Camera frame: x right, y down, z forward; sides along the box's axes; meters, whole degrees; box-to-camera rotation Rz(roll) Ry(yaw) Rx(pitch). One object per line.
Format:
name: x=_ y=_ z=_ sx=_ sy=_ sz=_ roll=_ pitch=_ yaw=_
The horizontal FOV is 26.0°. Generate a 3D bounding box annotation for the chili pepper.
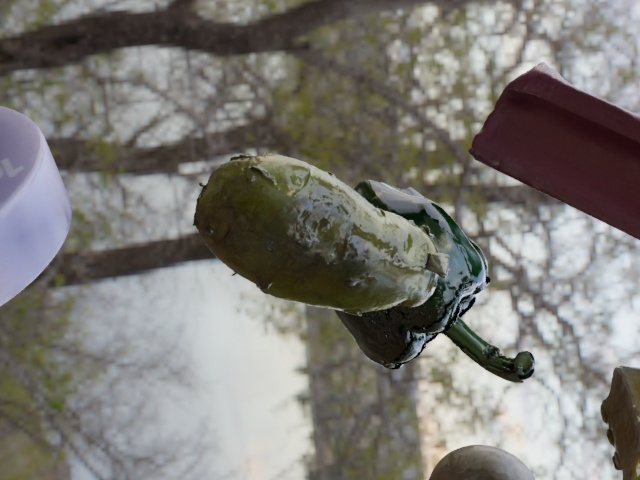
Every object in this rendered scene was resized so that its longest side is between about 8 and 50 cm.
chili pepper: x=0.104 y=0.060 z=1.428 sx=0.261 sy=0.165 sz=0.174 roll=55 pitch=-3 yaw=9

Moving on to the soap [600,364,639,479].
soap: x=0.401 y=0.196 z=1.344 sx=0.140 sy=0.232 sz=0.073 roll=-89 pitch=-171 yaw=-60

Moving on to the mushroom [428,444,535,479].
mushroom: x=0.117 y=0.195 z=1.018 sx=0.079 sy=0.085 sz=0.085 roll=-59 pitch=147 yaw=-64

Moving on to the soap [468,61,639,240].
soap: x=0.366 y=-0.061 z=1.474 sx=0.233 sy=0.359 sz=0.128 roll=13 pitch=104 yaw=-54

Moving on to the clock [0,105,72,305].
clock: x=-0.191 y=0.012 z=0.509 sx=0.172 sy=0.198 sz=0.064 roll=45 pitch=-26 yaw=57

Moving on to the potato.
potato: x=0.000 y=0.000 z=1.159 sx=0.117 sy=0.225 sz=0.090 roll=-57 pitch=-159 yaw=30
